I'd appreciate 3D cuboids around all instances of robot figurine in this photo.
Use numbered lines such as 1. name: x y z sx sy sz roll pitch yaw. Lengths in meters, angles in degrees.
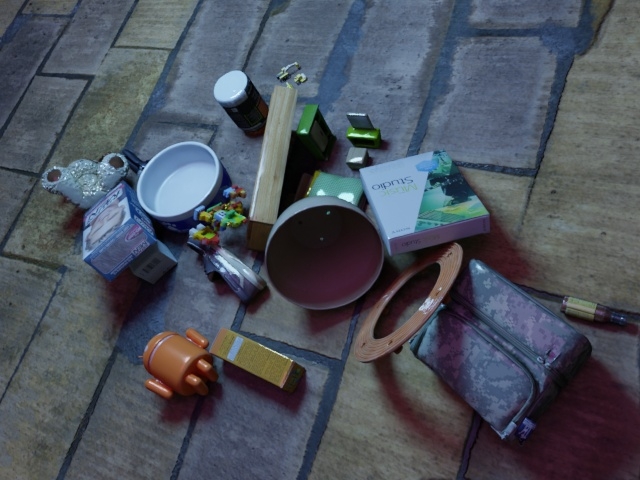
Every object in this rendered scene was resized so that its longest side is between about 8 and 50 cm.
1. robot figurine: -0.368 0.316 1.480 0.219 0.128 0.158 23 100 29

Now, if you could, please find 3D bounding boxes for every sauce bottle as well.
1. sauce bottle: 0.583 0.154 1.228 0.128 0.042 0.042 17 73 26

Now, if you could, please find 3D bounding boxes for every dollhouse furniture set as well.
1. dollhouse furniture set: 0.028 -0.196 1.552 0.197 0.151 0.302 9 70 25

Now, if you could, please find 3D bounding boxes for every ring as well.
1. ring: 0.196 0.139 1.266 0.032 0.336 0.337 41 84 -6

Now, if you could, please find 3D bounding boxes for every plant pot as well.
1. plant pot: 0.000 0.000 1.428 0.284 0.284 0.191 -28 29 8

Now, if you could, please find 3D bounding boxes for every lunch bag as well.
1. lunch bag: 0.365 0.228 1.190 0.305 0.212 0.256 41 95 30

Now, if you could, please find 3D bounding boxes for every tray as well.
1. tray: -0.136 -0.195 1.584 0.076 0.203 0.411 9 67 -6

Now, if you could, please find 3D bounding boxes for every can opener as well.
1. can opener: -0.599 -0.249 1.895 0.186 0.073 0.059 26 116 33

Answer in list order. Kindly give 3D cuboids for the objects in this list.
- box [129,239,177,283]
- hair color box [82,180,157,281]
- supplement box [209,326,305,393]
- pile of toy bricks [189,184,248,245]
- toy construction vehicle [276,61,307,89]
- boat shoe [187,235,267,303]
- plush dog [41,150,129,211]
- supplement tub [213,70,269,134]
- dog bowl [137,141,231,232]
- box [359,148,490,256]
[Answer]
1. box: -0.496 0.053 1.673 0.101 0.102 0.087 -42 60 -1
2. hair color box: -0.590 -0.039 1.671 0.174 0.105 0.347 -42 31 -1
3. supplement box: -0.159 0.297 1.436 0.233 0.078 0.080 16 73 28
4. pile of toy bricks: -0.252 -0.067 1.581 0.105 0.118 0.212 28 35 16
5. toy construction vehicle: -0.099 -0.514 1.825 0.098 0.035 0.086 -31 58 5
6. boat shoe: -0.275 0.074 1.577 0.285 0.103 0.092 31 75 25
7. plush dog: -0.755 -0.191 1.876 0.262 0.211 0.225 -18 41 -19
8. supplement tub: -0.229 -0.409 1.735 0.116 0.190 0.117 -9 62 17
9. dog bowl: -0.406 -0.160 1.724 0.264 0.104 0.265 -7 60 13
10. box: 0.238 -0.101 1.381 0.232 0.059 0.322 -14 38 0
